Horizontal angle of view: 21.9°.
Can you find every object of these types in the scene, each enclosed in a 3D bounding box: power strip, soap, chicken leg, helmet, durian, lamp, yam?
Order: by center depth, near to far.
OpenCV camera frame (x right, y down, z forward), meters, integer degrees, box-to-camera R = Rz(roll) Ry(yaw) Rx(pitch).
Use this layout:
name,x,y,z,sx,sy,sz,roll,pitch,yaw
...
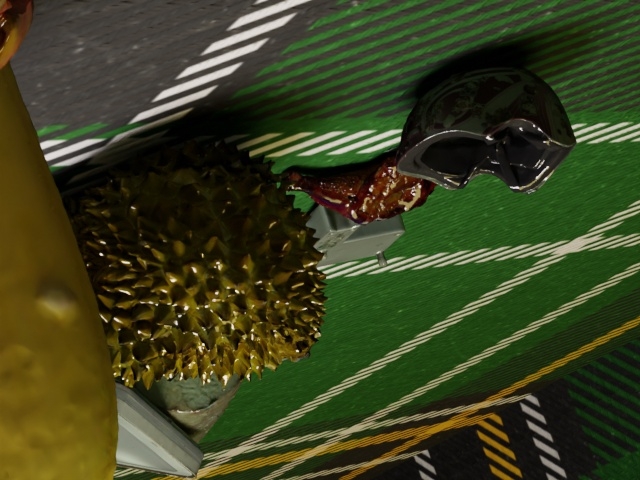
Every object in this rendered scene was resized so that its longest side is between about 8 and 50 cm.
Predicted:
name,x,y,z,sx,sy,sz,roll,pitch,yaw
soap,-0.307,0.061,1.156,0.306,0.427,0.115,-12,177,-23
durian,-0.136,0.028,1.566,0.293,0.258,0.258,-9,169,24
helmet,0.163,-0.119,1.638,0.177,0.107,0.153,3,163,-7
chicken leg,0.049,-0.061,1.794,0.205,0.053,0.093,-19,142,-25
power strip,0.000,0.000,1.911,0.216,0.061,0.145,-12,164,-24
lamp,-0.303,0.213,1.992,0.266,0.047,0.269,5,156,22
yam,-0.184,0.175,2.103,0.161,0.161,0.268,-15,164,-16

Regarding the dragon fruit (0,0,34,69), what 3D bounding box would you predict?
name,x,y,z,sx,sy,sz,roll,pitch,yaw
dragon fruit,-0.259,-0.154,0.724,0.277,0.277,0.342,-1,150,-47
